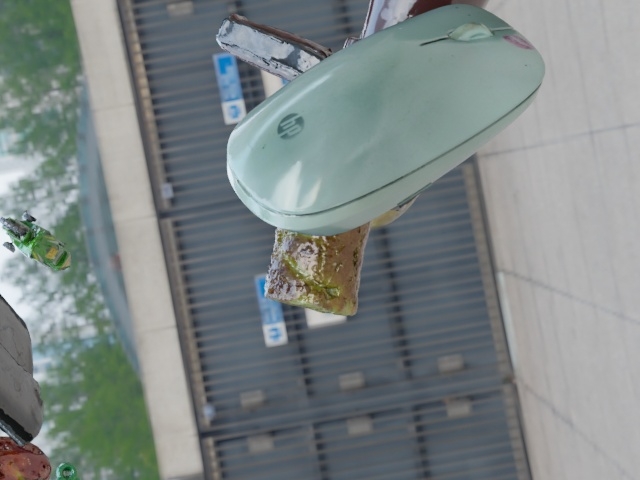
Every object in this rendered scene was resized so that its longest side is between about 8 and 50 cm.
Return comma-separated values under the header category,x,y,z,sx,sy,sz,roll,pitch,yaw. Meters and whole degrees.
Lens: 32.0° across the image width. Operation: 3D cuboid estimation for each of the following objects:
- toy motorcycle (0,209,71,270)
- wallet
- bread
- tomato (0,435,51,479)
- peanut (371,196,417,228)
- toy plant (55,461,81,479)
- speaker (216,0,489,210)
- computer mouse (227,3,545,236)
category,x,y,z,sx,sy,sz,roll,pitch,yaw
toy motorcycle,-0.479,0.003,1.884,0.074,0.106,0.190,-57,-7,-9
wallet,-0.471,0.077,1.406,0.406,0.062,0.228,65,180,-51
bread,0.000,0.000,1.363,0.103,0.132,0.172,18,-97,-49
tomato,-0.485,0.363,1.667,0.159,0.139,0.091,-11,-55,-55
peanut,0.087,-0.088,1.784,0.140,0.159,0.109,26,149,57
toy plant,-0.345,0.398,1.473,0.105,0.143,0.200,-40,61,61
speaker,0.049,-0.218,1.102,0.198,0.259,0.329,-118,52,-77
computer mouse,0.050,-0.117,0.958,0.159,0.288,0.097,50,173,39
